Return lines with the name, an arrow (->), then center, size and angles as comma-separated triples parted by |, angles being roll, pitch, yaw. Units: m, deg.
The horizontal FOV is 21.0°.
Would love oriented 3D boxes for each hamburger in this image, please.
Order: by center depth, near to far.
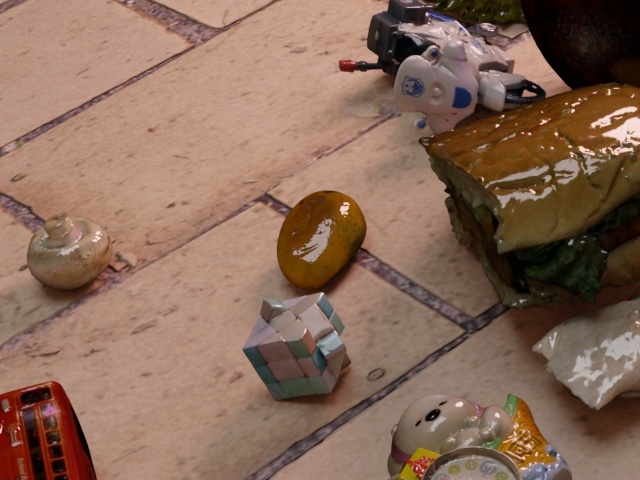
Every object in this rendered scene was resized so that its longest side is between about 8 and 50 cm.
hamburger -> 0.210, -0.050, 1.448 | 0.211, 0.132, 0.309 | -20, 15, -2

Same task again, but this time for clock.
clock -> 0.089, 0.189, 1.222 | 0.144, 0.103, 0.231 | 17, 46, 27

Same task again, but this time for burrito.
burrito -> 0.346, 0.028, 1.376 | 0.392, 0.076, 0.117 | -26, 33, -15

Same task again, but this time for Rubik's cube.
Rubik's cube -> -0.012, 0.085, 1.437 | 0.084, 0.075, 0.073 | 2, 38, 22

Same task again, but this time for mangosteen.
mangosteen -> 0.354, -0.245, 1.639 | 0.306, 0.359, 0.306 | -24, 51, 33

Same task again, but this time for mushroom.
mushroom -> -0.241, 0.008, 1.648 | 0.083, 0.067, 0.083 | -17, 31, 10

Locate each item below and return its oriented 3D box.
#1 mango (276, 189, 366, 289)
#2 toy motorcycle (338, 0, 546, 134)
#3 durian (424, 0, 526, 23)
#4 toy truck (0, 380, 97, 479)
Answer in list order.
mango -> 0.000, 0.000, 1.579 | 0.079, 0.057, 0.114 | 2, 45, 17
toy motorcycle -> 0.119, -0.181, 1.763 | 0.150, 0.102, 0.221 | -8, 31, -28
durian -> 0.277, -0.331, 1.932 | 0.352, 0.158, 0.169 | -23, 0, -11
toy truck -> -0.214, 0.217, 1.296 | 0.114, 0.107, 0.253 | -20, 33, -6
